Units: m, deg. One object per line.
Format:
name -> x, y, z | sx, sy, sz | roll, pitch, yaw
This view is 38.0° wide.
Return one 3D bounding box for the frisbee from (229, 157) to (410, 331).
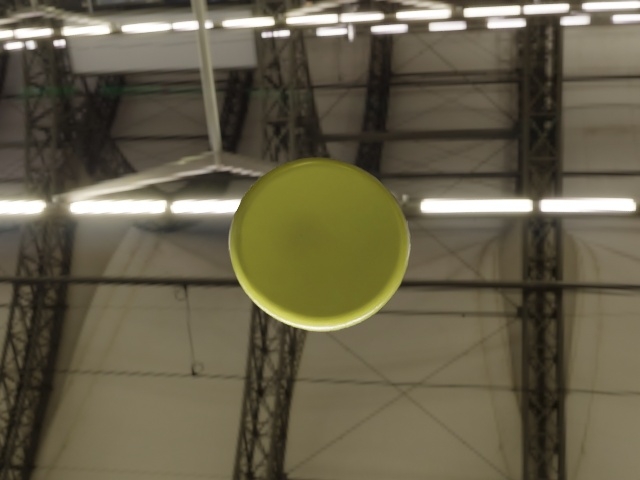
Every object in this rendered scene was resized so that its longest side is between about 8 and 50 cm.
frisbee -> 0.000, 0.000, 1.191 | 0.236, 0.235, 0.017 | -8, 162, -7
